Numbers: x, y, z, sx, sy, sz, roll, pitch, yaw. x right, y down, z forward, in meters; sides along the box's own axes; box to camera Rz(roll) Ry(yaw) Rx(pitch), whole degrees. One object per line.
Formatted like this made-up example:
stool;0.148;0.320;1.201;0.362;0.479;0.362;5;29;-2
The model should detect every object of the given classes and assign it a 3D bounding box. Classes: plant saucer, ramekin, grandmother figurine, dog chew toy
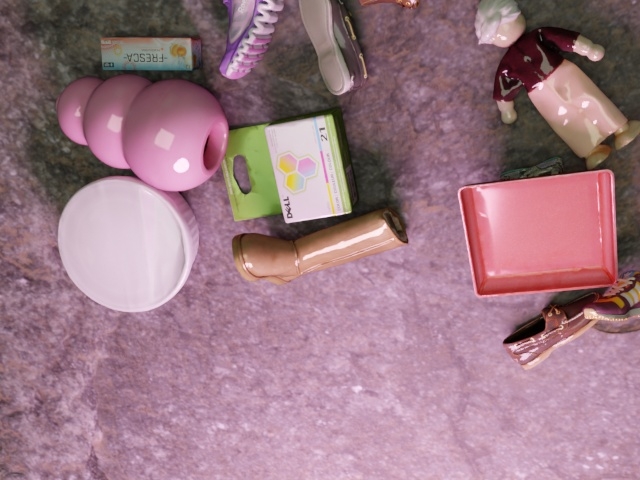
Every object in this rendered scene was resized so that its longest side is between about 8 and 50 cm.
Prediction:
plant saucer;0.389;-0.018;1.566;0.258;0.048;0.259;-6;128;14
ramekin;-0.364;-0.004;1.732;0.273;0.127;0.273;3;106;12
grandmother figurine;0.385;-0.280;1.510;0.208;0.104;0.342;-39;92;23
dog chew toy;-0.343;-0.215;1.638;0.332;0.206;0.206;16;108;16

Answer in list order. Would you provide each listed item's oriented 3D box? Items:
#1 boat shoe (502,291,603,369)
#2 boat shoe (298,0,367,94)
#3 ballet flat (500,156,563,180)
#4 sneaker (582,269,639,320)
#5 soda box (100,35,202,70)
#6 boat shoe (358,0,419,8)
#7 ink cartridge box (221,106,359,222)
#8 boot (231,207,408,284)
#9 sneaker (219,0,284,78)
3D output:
boat shoe;0.433;0.158;1.630;0.207;0.073;0.073;-41;97;19
boat shoe;0.024;-0.378;1.576;0.081;0.069;0.228;-4;104;55
ballet flat;0.381;-0.117;1.580;0.114;0.041;0.041;-17;101;15
sneaker;0.533;0.095;1.558;0.069;0.185;0.084;-1;92;57
soda box;-0.318;-0.353;1.660;0.183;0.058;0.063;3;106;12
boat shoe;0.152;-0.432;1.532;0.178;0.064;0.060;-12;100;13
ink cartridge box;-0.073;-0.129;1.649;0.255;0.097;0.189;-9;103;14
boot;0.000;0.000;1.614;0.269;0.236;0.089;-18;77;19
sneaker;-0.134;-0.411;1.593;0.104;0.095;0.236;29;105;10
